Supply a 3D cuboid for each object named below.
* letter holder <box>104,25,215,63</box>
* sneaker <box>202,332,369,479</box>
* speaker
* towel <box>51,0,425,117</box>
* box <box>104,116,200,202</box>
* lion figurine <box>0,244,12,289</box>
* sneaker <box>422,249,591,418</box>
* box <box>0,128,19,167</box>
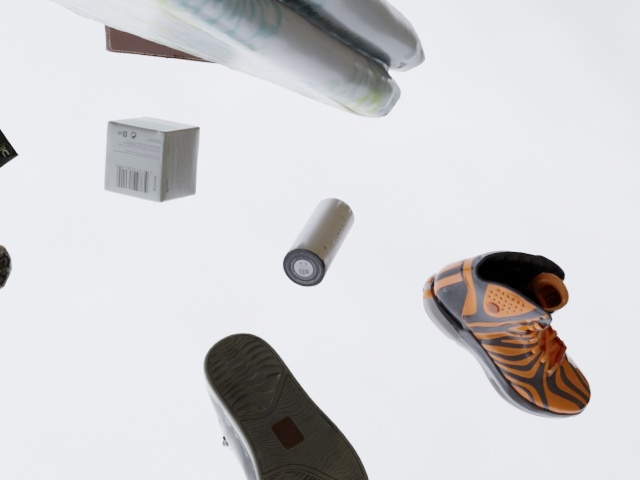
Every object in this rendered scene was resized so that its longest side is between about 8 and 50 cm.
[{"bbox_3d":[-0.164,-0.396,1.335,0.215,0.301,0.152,7,-133,-1],"label":"letter holder"},{"bbox_3d":[-0.021,0.187,0.837,0.083,0.118,0.222,-23,-121,-14],"label":"sneaker"},{"bbox_3d":[0.000,0.000,1.280,0.055,0.055,0.136,50,-148,-13],"label":"speaker"},{"bbox_3d":[-0.140,-0.192,0.623,0.374,0.321,0.090,16,-84,-59],"label":"towel"},{"bbox_3d":[-0.232,-0.113,1.432,0.087,0.101,0.101,-19,-62,-61],"label":"box"},{"bbox_3d":[-0.366,0.014,0.645,0.392,0.240,0.142,38,-112,-59],"label":"lion figurine"},{"bbox_3d":[0.309,0.137,1.481,0.321,0.180,0.124,38,-129,-17],"label":"sneaker"},{"bbox_3d":[-0.319,-0.095,0.913,0.052,0.062,0.083,-41,-65,-26],"label":"box"}]
